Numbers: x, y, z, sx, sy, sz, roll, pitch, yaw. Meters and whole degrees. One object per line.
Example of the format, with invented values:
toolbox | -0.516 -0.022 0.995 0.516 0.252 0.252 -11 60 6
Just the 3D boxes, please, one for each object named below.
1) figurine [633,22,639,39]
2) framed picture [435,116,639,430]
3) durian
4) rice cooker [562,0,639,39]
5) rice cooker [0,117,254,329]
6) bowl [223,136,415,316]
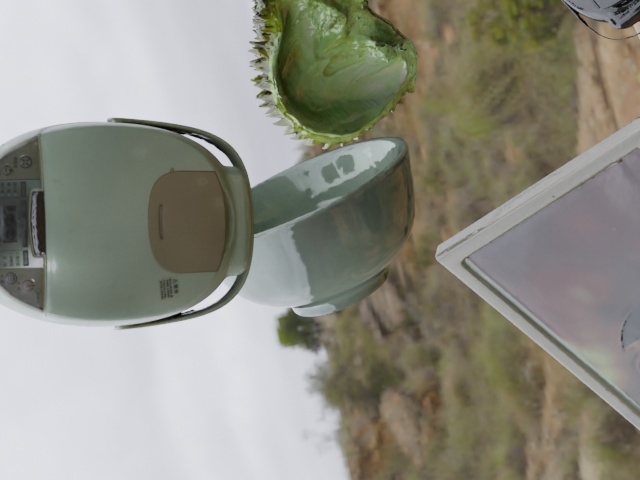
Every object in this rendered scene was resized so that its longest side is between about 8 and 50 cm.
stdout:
figurine | 0.550 -0.337 1.617 0.387 0.268 0.401 62 -139 -41
framed picture | 0.263 0.049 0.899 0.289 0.211 0.020 40 -138 -17
durian | 0.011 -0.246 1.657 0.394 0.198 0.163 37 -136 -58
rice cooker | 0.322 -0.327 1.315 0.203 0.142 0.118 57 -150 4
rice cooker | -0.148 -0.011 0.809 0.127 0.206 0.145 0 91 57
bowl | 0.000 0.000 1.416 0.289 0.289 0.146 -83 -31 -72
